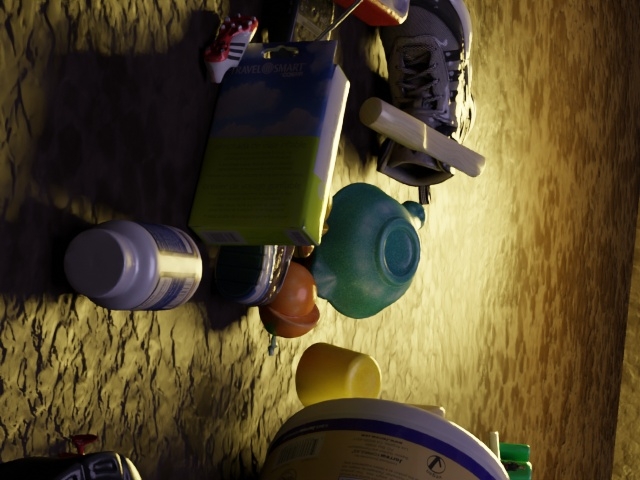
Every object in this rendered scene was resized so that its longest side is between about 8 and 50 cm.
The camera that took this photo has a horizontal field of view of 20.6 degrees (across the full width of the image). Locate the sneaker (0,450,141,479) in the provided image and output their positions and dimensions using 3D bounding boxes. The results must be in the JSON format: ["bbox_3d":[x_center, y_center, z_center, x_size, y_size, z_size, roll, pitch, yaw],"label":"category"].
[{"bbox_3d":[-0.234,0.202,1.002,0.286,0.130,0.109,-20,105,-45],"label":"sneaker"}]

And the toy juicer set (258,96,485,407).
[{"bbox_3d":[0.027,-0.013,1.700,0.209,0.089,0.329,48,58,-36],"label":"toy juicer set"}]

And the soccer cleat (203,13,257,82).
[{"bbox_3d":[-0.077,-0.166,1.510,0.083,0.029,0.035,-58,154,-49],"label":"soccer cleat"}]

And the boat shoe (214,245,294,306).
[{"bbox_3d":[-0.047,-0.031,1.550,0.066,0.066,0.183,28,76,-62],"label":"boat shoe"}]

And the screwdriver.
[{"bbox_3d":[-0.008,-0.174,1.567,0.024,0.170,0.025,46,-4,-14],"label":"screwdriver"}]

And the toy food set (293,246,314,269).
[{"bbox_3d":[0.000,0.000,1.748,0.122,0.019,0.078,9,84,-70],"label":"toy food set"}]

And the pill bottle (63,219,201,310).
[{"bbox_3d":[-0.140,0.019,1.294,0.120,0.067,0.067,8,85,-70],"label":"pill bottle"}]

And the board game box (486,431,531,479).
[{"bbox_3d":[0.187,0.450,1.804,0.390,0.050,0.390,-79,172,-72],"label":"board game box"}]

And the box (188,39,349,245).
[{"bbox_3d":[-0.041,-0.083,1.494,0.042,0.109,0.178,50,45,-56],"label":"box"}]

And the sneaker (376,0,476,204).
[{"bbox_3d":[0.111,-0.159,1.914,0.268,0.101,0.153,73,25,-48],"label":"sneaker"}]

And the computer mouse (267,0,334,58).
[{"bbox_3d":[-0.038,-0.145,1.617,0.071,0.041,0.242,33,68,-57],"label":"computer mouse"}]

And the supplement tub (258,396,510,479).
[{"bbox_3d":[0.029,0.332,1.540,0.241,0.241,0.331,72,28,-44],"label":"supplement tub"}]

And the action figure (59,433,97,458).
[{"bbox_3d":[-0.166,0.200,1.302,0.038,0.030,0.115,-66,153,-56],"label":"action figure"}]

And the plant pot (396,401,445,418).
[{"bbox_3d":[0.057,0.225,1.822,0.096,0.109,0.109,-1,93,-57],"label":"plant pot"}]

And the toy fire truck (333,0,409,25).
[{"bbox_3d":[0.026,-0.340,1.564,0.302,0.169,0.254,17,76,-68],"label":"toy fire truck"}]
